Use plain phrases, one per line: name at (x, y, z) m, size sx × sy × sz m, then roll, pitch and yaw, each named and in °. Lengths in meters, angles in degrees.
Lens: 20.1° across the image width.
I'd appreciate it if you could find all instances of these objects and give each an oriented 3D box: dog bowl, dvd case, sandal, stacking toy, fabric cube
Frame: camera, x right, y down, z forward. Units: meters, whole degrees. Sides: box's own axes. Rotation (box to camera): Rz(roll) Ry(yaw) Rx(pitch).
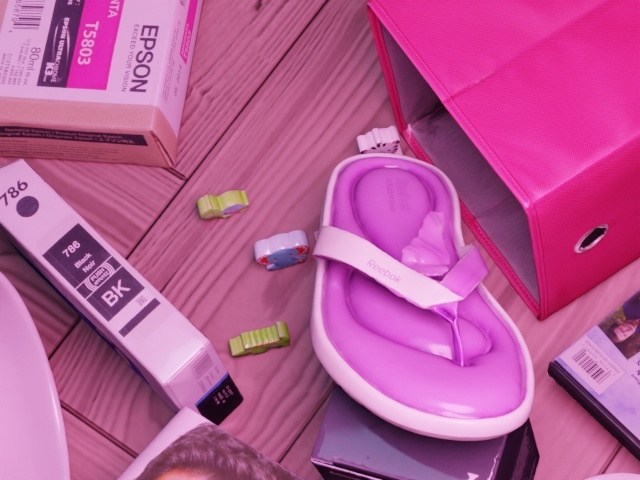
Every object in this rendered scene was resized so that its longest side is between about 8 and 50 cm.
dog bowl at (-0.311, 0.159, 1.582) m, size 0.104 × 0.265 × 0.265 m, roll -14°, pitch 65°, yaw 7°
dvd case at (0.351, 0.099, 1.594) m, size 0.253 × 0.022 × 0.180 m, roll -36°, pitch 66°, yaw -20°
sandal at (0.068, 0.017, 1.496) m, size 0.169 × 0.102 × 0.416 m, roll -3°, pitch 30°, yaw -9°
stacking toy at (0.000, 0.000, 1.712) m, size 0.221 × 0.052 × 0.167 m, roll -18°, pitch 65°, yaw 3°
fabric cube at (0.227, -0.130, 1.618) m, size 0.258 × 0.254 × 0.259 m, roll -32°, pitch 65°, yaw -6°

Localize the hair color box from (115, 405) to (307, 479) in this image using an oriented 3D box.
hair color box at (-0.155, 0.336, 1.504) m, size 0.185 × 0.114 × 0.374 m, roll 27°, pitch 60°, yaw 30°

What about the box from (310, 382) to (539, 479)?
box at (0.094, 0.184, 1.529) m, size 0.153 × 0.207 × 0.108 m, roll 14°, pitch 70°, yaw 16°

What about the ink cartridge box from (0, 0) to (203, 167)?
ink cartridge box at (-0.228, -0.199, 1.819) m, size 0.193 × 0.088 × 0.235 m, roll 3°, pitch 67°, yaw 12°

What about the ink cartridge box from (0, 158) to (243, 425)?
ink cartridge box at (-0.214, 0.035, 1.673) m, size 0.332 × 0.165 × 0.065 m, roll 41°, pitch 79°, yaw 22°

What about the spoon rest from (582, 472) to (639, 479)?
spoon rest at (0.190, 0.307, 1.516) m, size 0.084 × 0.137 × 0.276 m, roll 20°, pitch 57°, yaw 28°
